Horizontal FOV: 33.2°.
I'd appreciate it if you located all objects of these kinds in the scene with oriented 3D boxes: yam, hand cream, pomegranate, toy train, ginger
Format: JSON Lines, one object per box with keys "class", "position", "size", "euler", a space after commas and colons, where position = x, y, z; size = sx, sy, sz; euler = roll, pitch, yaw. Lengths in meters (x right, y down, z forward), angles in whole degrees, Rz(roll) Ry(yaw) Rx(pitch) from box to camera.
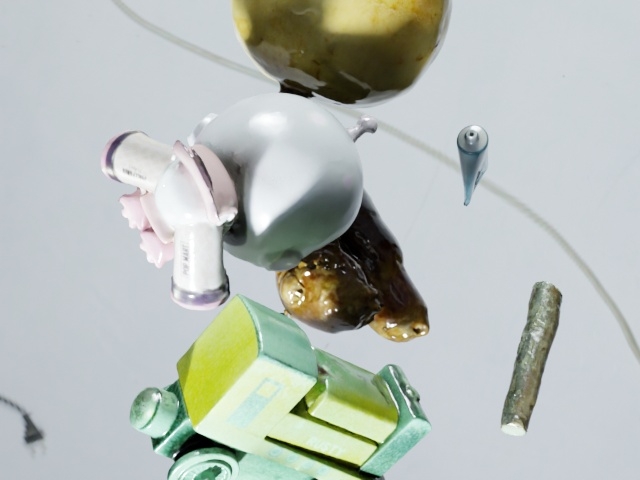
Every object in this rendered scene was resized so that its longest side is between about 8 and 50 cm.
{"class": "yam", "position": [0.361, 0.200, 1.834], "size": [0.061, 0.061, 0.274], "euler": [16, 65, 10]}
{"class": "hand cream", "position": [0.245, -0.124, 1.709], "size": [0.048, 0.224, 0.083], "euler": [25, 79, 17]}
{"class": "pomegranate", "position": [0.028, -0.347, 1.614], "size": [0.333, 0.332, 0.332], "euler": [2, 99, 12]}
{"class": "toy train", "position": [-0.041, 0.239, 1.392], "size": [0.397, 0.160, 0.253], "euler": [30, 111, -35]}
{"class": "ginger", "position": [0.000, 0.000, 1.752], "size": [0.176, 0.254, 0.418], "euler": [-57, 45, 35]}

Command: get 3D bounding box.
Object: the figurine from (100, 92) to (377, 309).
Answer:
{"class": "figurine", "position": [-0.086, -0.066, 1.426], "size": [0.211, 0.361, 0.253], "euler": [-18, 92, 39]}
